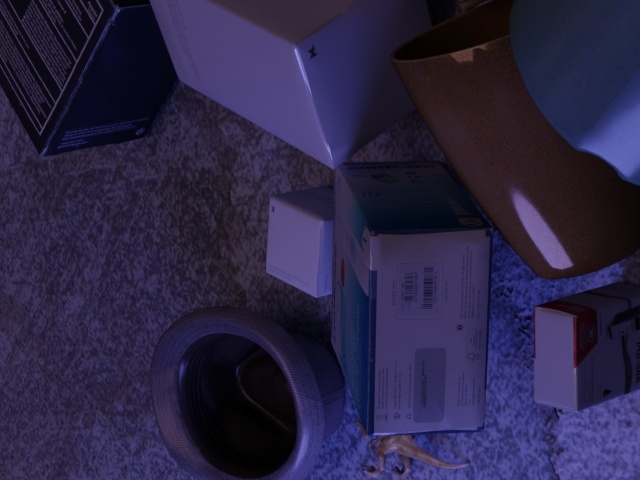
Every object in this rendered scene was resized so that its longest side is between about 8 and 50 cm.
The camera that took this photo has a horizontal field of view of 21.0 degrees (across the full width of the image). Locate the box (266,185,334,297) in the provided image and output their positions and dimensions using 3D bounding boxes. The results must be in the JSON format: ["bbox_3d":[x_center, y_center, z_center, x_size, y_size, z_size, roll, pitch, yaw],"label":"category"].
[{"bbox_3d":[0.000,0.000,2.039,0.101,0.087,0.102,26,118,46],"label":"box"}]

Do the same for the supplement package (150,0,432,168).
[{"bbox_3d":[-0.033,-0.238,1.906,0.293,0.177,0.175,32,151,43],"label":"supplement package"}]

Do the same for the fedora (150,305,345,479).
[{"bbox_3d":[-0.073,0.191,2.149,0.275,0.124,0.244,-10,94,43],"label":"fedora"}]

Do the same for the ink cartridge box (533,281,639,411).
[{"bbox_3d":[0.273,0.103,1.688,0.056,0.135,0.099,11,108,46],"label":"ink cartridge box"}]

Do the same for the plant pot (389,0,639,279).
[{"bbox_3d":[0.222,-0.102,1.656,0.237,0.237,0.254,-5,112,52],"label":"plant pot"}]

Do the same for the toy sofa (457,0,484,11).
[{"bbox_3d":[0.113,-0.414,1.673,0.150,0.177,0.363,-30,94,7],"label":"toy sofa"}]

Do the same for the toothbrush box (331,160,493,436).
[{"bbox_3d":[0.089,0.051,1.808,0.295,0.126,0.216,-109,19,-72],"label":"toothbrush box"}]

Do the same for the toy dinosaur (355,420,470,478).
[{"bbox_3d":[0.088,0.237,2.019,0.183,0.053,0.093,44,129,36],"label":"toy dinosaur"}]

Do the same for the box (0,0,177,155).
[{"bbox_3d":[-0.310,-0.322,2.267,0.296,0.182,0.294,58,139,21],"label":"box"}]

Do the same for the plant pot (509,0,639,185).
[{"bbox_3d":[0.336,-0.226,1.370,0.341,0.341,0.334,64,145,17],"label":"plant pot"}]
